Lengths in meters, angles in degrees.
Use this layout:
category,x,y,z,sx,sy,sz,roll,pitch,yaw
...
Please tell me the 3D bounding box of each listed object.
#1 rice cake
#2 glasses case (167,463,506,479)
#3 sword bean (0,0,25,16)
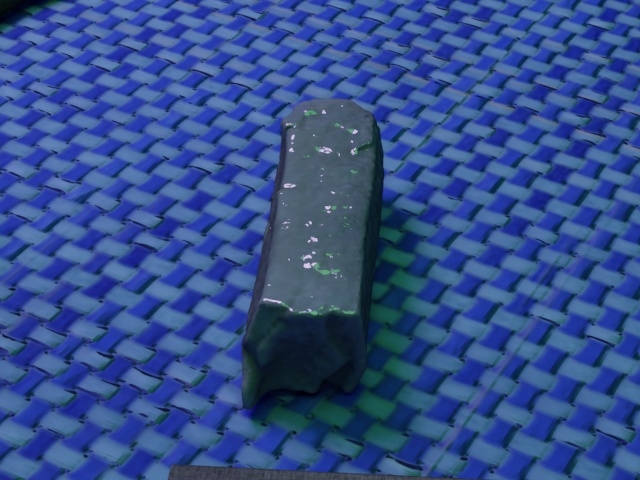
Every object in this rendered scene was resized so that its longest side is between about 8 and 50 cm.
category,x,y,z,sx,sy,sz,roll,pitch,yaw
rice cake,0.000,0.000,0.752,0.063,0.069,0.206,4,37,3
glasses case,0.034,0.136,0.599,0.205,0.047,0.071,3,40,1
sword bean,-0.244,-0.163,0.975,0.043,0.038,0.269,3,30,45
